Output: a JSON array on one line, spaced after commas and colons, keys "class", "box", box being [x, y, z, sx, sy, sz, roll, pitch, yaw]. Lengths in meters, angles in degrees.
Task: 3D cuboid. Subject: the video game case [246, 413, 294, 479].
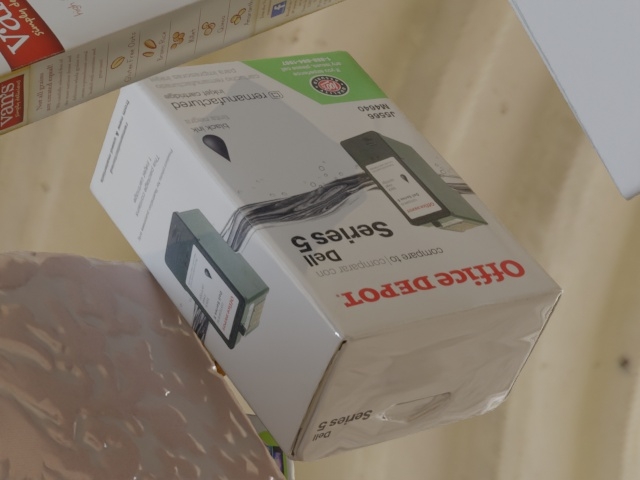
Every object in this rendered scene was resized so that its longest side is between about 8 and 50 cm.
[{"class": "video game case", "box": [-0.126, 0.267, 1.227, 0.269, 0.244, 0.061, -18, -22, 39]}]

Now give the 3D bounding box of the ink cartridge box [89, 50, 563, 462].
[{"class": "ink cartridge box", "box": [0.000, 0.000, 1.173, 0.198, 0.273, 0.115, -11, -43, -38]}]

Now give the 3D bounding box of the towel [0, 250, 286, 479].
[{"class": "towel", "box": [-0.144, 0.132, 1.012, 0.053, 0.317, 0.332, -43, -24, 22]}]

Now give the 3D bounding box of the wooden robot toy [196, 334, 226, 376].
[{"class": "wooden robot toy", "box": [-0.118, 0.090, 1.502, 0.173, 0.079, 0.076, 22, -57, 0]}]

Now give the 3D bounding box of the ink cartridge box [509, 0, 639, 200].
[{"class": "ink cartridge box", "box": [0.242, -0.179, 0.844, 0.270, 0.197, 0.198, -30, -2, 33]}]

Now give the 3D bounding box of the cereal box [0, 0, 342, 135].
[{"class": "cereal box", "box": [-0.105, -0.155, 0.838, 0.240, 0.173, 0.047, -26, -30, -31]}]
